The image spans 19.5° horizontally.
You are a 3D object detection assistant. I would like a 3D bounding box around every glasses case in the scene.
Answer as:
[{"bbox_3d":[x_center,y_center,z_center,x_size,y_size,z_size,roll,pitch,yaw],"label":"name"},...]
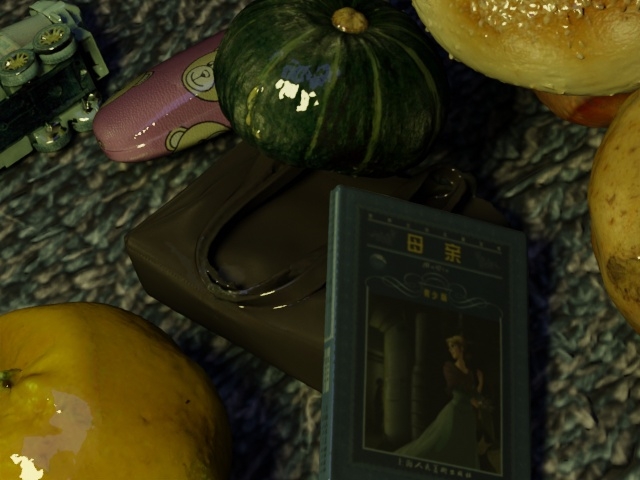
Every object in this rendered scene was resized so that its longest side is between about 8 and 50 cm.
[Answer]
[{"bbox_3d":[-0.075,-0.165,1.815,0.316,0.075,0.123,-27,26,-7],"label":"glasses case"}]

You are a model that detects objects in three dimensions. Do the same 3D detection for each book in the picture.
[{"bbox_3d":[0.091,0.095,1.553,0.191,0.025,0.269,15,61,-23],"label":"book"}]

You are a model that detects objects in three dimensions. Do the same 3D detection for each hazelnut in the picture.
[{"bbox_3d":[0.266,-0.172,1.740,0.150,0.150,0.150,-6,54,8],"label":"hazelnut"}]

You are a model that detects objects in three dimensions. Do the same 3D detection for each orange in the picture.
[{"bbox_3d":[-0.208,0.181,1.515,0.279,0.235,0.279,-8,46,8],"label":"orange"}]

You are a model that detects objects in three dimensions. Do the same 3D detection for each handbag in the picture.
[{"bbox_3d":[0.000,0.000,1.681,0.285,0.113,0.257,26,56,28],"label":"handbag"}]

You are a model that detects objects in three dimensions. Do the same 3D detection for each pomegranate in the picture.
[{"bbox_3d":[0.340,-0.024,1.532,0.260,0.260,0.260,-6,54,8],"label":"pomegranate"}]

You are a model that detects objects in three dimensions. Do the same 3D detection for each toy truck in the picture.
[{"bbox_3d":[-0.326,-0.143,1.856,0.257,0.108,0.140,-36,43,-16],"label":"toy truck"}]

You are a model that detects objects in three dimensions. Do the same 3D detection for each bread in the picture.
[{"bbox_3d":[0.220,-0.260,1.611,0.306,0.158,0.305,-2,55,3],"label":"bread"}]

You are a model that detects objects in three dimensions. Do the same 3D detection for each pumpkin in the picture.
[{"bbox_3d":[0.009,-0.136,1.632,0.212,0.152,0.211,5,39,-4],"label":"pumpkin"}]
